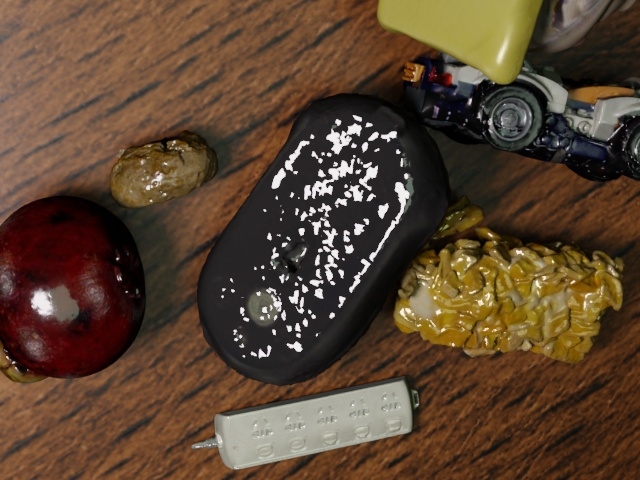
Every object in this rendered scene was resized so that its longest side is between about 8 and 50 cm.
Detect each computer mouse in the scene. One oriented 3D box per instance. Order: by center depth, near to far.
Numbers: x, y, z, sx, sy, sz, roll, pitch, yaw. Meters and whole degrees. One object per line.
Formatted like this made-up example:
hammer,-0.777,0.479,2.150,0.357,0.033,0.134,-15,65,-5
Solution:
computer mouse,0.001,0.000,1.493,0.183,0.116,0.323,38,106,8

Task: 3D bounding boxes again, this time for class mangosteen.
mangosteen,-0.266,0.052,1.449,0.199,0.200,0.200,-2,100,-11

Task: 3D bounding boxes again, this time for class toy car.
toy car,0.229,-0.131,1.492,0.301,0.193,0.118,14,96,-12

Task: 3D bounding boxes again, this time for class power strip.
power strip,-0.014,0.196,1.587,0.252,0.027,0.060,-11,102,-9

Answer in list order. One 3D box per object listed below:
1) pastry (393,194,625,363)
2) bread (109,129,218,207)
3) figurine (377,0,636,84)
pastry,0.190,0.047,1.560,0.249,0.102,0.154,10,109,-15
bread,-0.158,-0.072,1.484,0.113,0.082,0.060,-19,101,-11
figurine,0.203,-0.356,1.464,0.377,0.361,0.266,-22,149,-42
